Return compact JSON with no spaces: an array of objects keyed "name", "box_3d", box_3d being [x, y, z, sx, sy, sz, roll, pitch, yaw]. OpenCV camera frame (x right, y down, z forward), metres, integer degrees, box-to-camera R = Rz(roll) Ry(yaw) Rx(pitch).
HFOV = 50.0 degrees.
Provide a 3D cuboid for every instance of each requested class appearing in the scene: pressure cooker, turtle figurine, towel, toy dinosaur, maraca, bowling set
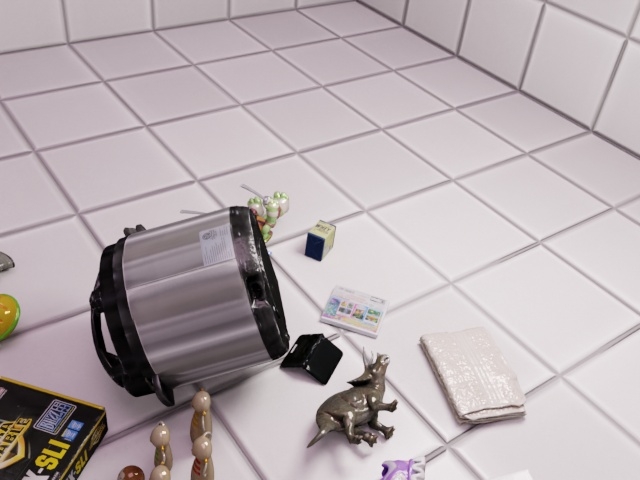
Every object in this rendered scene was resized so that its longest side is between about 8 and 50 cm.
[{"name":"pressure cooker","box_3d":[-0.308,0.133,1.536,0.420,0.376,0.370,-16,16,-1]},{"name":"turtle figurine","box_3d":[-0.203,-0.093,1.983,0.274,0.198,0.266,42,26,-5]},{"name":"towel","box_3d":[0.374,0.324,1.692,0.187,0.049,0.282,-5,39,-16]},{"name":"toy dinosaur","box_3d":[0.069,0.386,1.537,0.313,0.121,0.160,-32,40,-33]},{"name":"maraca","box_3d":[-0.799,0.200,1.625,0.185,0.099,0.127,-36,59,-14]},{"name":"bowling set","box_3d":[-0.297,0.446,1.342,0.199,0.154,0.287,-5,39,-15]}]

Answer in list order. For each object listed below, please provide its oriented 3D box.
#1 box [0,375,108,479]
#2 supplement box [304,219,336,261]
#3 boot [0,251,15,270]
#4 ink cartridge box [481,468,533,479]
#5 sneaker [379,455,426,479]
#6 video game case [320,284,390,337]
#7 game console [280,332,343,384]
[{"name":"box","box_3d":[-0.615,0.441,1.362,0.257,0.079,0.322,16,39,8]},{"name":"supplement box","box_3d":[0.000,0.000,2.013,0.056,0.083,0.083,22,39,17]},{"name":"boot","box_3d":[-0.859,0.085,1.776,0.246,0.083,0.161,29,37,23]},{"name":"ink cartridge box","box_3d":[0.349,0.575,1.385,0.224,0.056,0.181,-16,40,1]},{"name":"sneaker","box_3d":[0.150,0.530,1.369,0.104,0.095,0.236,7,33,10]},{"name":"video game case","box_3d":[0.095,0.188,1.843,0.157,0.019,0.143,16,39,10]},{"name":"game console","box_3d":[-0.020,0.293,1.697,0.107,0.071,0.122,-8,28,32]}]
